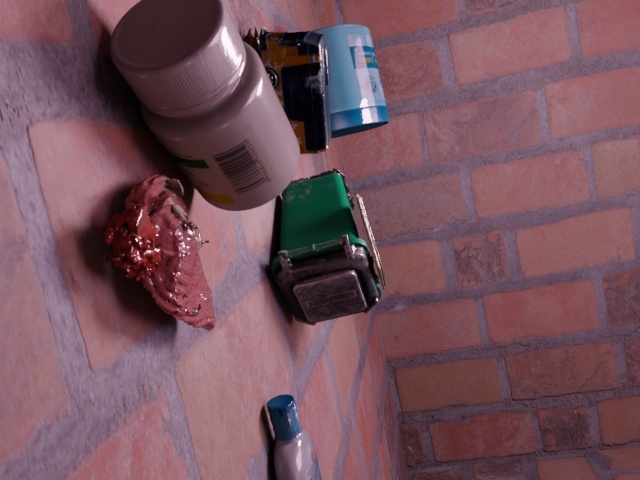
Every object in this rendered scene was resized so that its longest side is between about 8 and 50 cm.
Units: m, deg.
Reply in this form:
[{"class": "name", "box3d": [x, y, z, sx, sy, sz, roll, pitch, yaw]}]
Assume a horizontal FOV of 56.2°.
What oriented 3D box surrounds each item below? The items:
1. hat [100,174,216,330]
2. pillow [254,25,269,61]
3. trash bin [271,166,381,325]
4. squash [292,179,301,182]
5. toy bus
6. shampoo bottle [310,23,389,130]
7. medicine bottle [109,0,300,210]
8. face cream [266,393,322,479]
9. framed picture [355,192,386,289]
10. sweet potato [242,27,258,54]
[{"class": "hat", "box3d": [-0.212, 0.008, 0.843, 0.286, 0.107, 0.237, 49, 22, -79]}, {"class": "pillow", "box3d": [-0.164, -0.574, 1.779, 0.091, 0.055, 0.136, 39, 27, -23]}, {"class": "trash bin", "box3d": [0.000, 0.000, 1.630, 0.295, 0.259, 0.381, 69, 9, -46]}, {"class": "squash", "box3d": [-0.049, -0.100, 1.899, 0.069, 0.069, 0.239, -89, 165, -45]}, {"class": "toy bus", "box3d": [-0.068, -0.410, 1.670, 0.162, 0.194, 0.323, -78, 166, -62]}, {"class": "shampoo bottle", "box3d": [0.050, -0.552, 2.136, 0.331, 0.331, 0.343, -34, 112, -78]}, {"class": "medicine bottle", "box3d": [-0.175, -0.217, 0.972, 0.340, 0.208, 0.208, 62, 21, -57]}, {"class": "face cream", "box3d": [-0.050, 0.498, 1.306, 0.163, 0.080, 0.337, -62, 141, -71]}, {"class": "framed picture", "box3d": [0.140, 0.010, 1.617, 0.274, 0.017, 0.217, 60, 15, -74]}, {"class": "sweet potato", "box3d": [-0.188, -0.522, 1.604, 0.049, 0.049, 0.117, 57, 28, -64]}]
